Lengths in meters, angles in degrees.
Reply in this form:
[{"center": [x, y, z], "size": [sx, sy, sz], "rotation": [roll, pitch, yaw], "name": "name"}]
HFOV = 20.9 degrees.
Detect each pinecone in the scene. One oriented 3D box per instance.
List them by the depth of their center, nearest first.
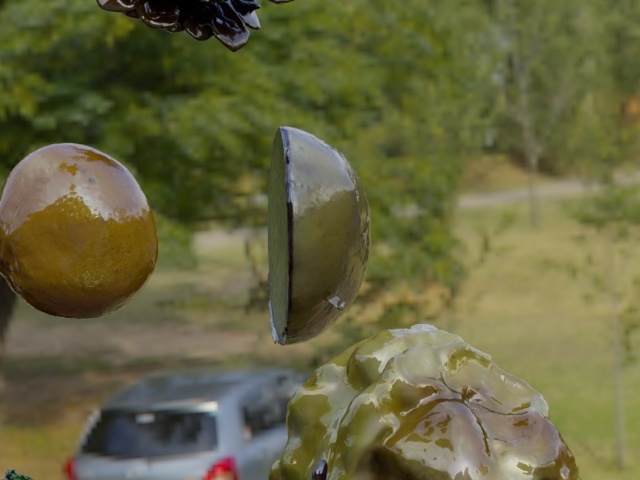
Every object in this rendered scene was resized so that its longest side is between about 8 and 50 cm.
[{"center": [-0.120, -0.327, 1.764], "size": [0.264, 0.264, 0.264], "rotation": [-5, 5, 0], "name": "pinecone"}]

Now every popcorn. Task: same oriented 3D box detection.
[{"center": [0.085, 0.274, 1.785], "size": [0.349, 0.349, 0.381], "rotation": [0, 25, 44], "name": "popcorn"}]

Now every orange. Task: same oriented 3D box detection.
[{"center": [-0.220, -0.005, 1.510], "size": [0.136, 0.159, 0.159], "rotation": [-27, 16, -30], "name": "orange"}]

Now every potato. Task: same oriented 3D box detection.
[{"center": [0.000, 0.000, 1.912], "size": [0.116, 0.239, 0.299], "rotation": [3, -18, -3], "name": "potato"}]

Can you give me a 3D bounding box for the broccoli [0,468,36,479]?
[{"center": [-0.460, 0.408, 2.061], "size": [0.321, 0.310, 0.413], "rotation": [21, 23, -47], "name": "broccoli"}]
